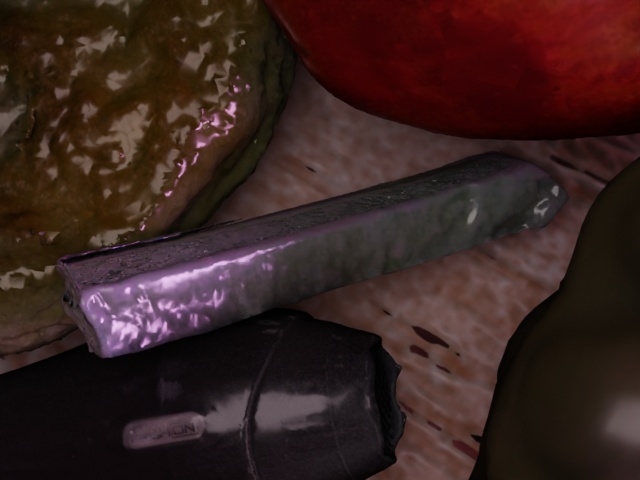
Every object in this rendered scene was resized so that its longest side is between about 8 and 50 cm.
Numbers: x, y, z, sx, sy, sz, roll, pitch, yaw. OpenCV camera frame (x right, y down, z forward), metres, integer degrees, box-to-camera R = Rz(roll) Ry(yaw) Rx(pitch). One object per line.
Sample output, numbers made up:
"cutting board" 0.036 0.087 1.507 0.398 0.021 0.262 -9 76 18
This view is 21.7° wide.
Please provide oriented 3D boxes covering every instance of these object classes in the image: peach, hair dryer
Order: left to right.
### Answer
"hair dryer" -0.071 0.167 0.662 0.236 0.091 0.271 -9 84 15
"peach" 0.087 -0.135 0.618 0.243 0.199 0.243 -10 62 19

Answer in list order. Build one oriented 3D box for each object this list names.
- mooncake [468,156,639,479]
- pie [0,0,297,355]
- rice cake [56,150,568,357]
"mooncake" 0.223 0.111 0.571 0.356 0.194 0.356 -2 79 9
"pie" -0.138 -0.089 0.697 0.277 0.078 0.277 -3 76 11
"rice cake" 0.000 0.000 0.652 0.211 0.043 0.034 -16 111 -24
